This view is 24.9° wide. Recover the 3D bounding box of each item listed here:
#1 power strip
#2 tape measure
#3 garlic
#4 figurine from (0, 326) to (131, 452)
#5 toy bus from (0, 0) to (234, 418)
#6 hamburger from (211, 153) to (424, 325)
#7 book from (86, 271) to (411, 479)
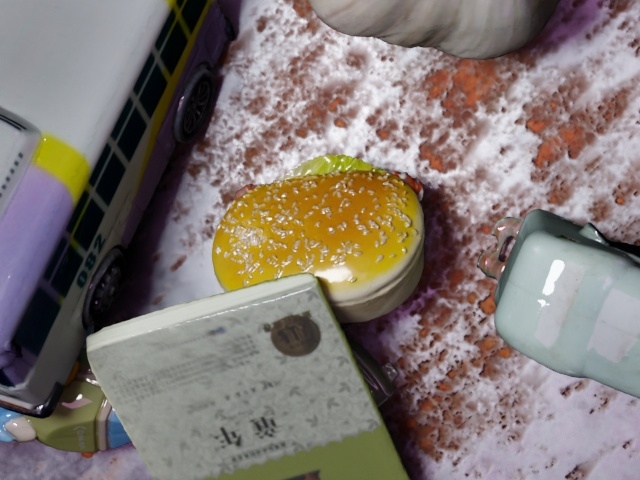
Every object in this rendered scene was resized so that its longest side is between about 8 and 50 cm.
[{"bbox_3d":[-0.003,0.174,1.456,0.175,0.042,0.075,-44,85,13],"label":"power strip"},{"bbox_3d":[0.263,0.053,1.289,0.246,0.243,0.125,19,100,4],"label":"tape measure"},{"bbox_3d":[0.115,-0.320,1.290,0.317,0.259,0.318,-5,102,-22],"label":"garlic"},{"bbox_3d":[-0.288,0.123,1.483,0.262,0.154,0.180,6,87,-4],"label":"figurine"},{"bbox_3d":[-0.269,-0.080,1.340,0.209,0.249,0.440,22,77,11],"label":"toy bus"},{"bbox_3d":[0.000,0.000,1.388,0.210,0.173,0.116,-3,131,15],"label":"hamburger"},{"bbox_3d":[-0.050,0.202,1.396,0.239,0.035,0.352,-17,117,14],"label":"book"}]
